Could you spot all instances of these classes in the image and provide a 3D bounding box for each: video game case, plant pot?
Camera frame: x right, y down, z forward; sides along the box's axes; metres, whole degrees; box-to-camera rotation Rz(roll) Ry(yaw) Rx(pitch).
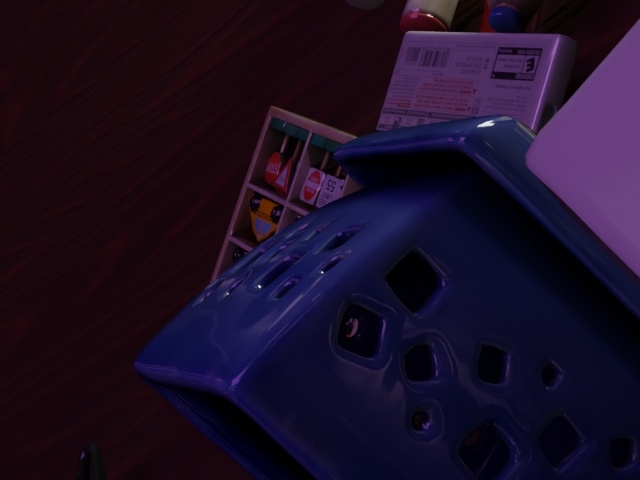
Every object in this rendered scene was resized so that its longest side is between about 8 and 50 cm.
[{"bbox_3d":[0.094,-0.059,1.237,0.201,0.023,0.183,14,87,60],"label":"video game case"},{"bbox_3d":[0.066,0.067,0.944,0.212,0.236,0.236,-51,14,-11],"label":"plant pot"}]

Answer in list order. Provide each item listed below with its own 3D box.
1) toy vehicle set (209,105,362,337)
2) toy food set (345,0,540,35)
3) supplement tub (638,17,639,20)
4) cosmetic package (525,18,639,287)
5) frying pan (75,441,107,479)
[{"bbox_3d":[0.000,0.000,1.302,0.267,0.035,0.166,27,100,63],"label":"toy vehicle set"},{"bbox_3d":[0.099,-0.189,1.307,0.232,0.111,0.104,-16,48,51],"label":"toy food set"},{"bbox_3d":[0.233,-0.098,0.998,0.190,0.117,0.117,-61,28,-6],"label":"supplement tub"},{"bbox_3d":[0.336,0.020,0.378,0.329,0.393,0.327,-50,38,11],"label":"cosmetic package"},{"bbox_3d":[-0.170,0.305,1.290,0.197,0.053,0.326,-55,28,5],"label":"frying pan"}]
